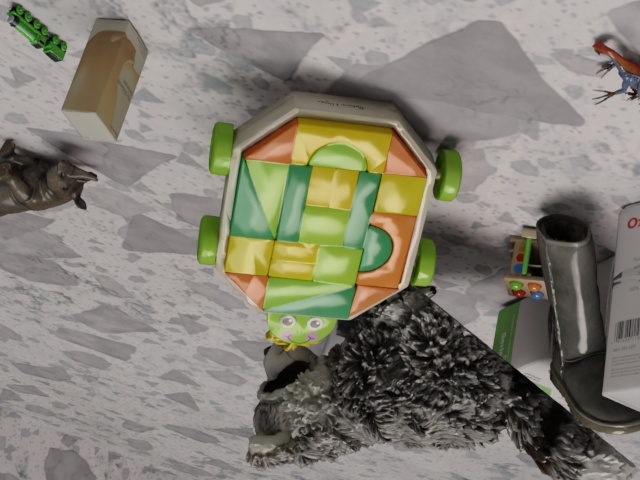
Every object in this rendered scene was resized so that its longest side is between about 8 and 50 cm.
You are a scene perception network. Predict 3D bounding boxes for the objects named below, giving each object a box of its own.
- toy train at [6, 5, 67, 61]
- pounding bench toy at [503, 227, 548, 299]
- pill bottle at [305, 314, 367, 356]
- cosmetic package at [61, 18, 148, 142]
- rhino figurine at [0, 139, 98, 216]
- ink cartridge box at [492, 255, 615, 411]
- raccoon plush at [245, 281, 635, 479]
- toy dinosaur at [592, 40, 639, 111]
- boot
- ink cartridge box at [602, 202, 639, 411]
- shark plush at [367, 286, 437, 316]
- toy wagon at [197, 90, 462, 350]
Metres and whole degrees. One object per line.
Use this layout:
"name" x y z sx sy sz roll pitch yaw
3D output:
"toy train" -0.301 -0.218 1.273 0.017 0.024 0.083 -4 151 36
"pounding bench toy" 0.252 0.029 1.458 0.052 0.065 0.083 5 154 21
"pill bottle" 0.105 0.196 1.833 0.245 0.130 0.130 20 156 -15
"cosmetic package" -0.220 -0.164 1.232 0.041 0.115 0.060 6 156 18
"rhino figurine" -0.384 -0.077 1.575 0.243 0.073 0.106 -2 148 30
"ink cartridge box" 0.377 0.137 1.565 0.198 0.115 0.273 22 155 -16
"raccoon plush" 0.108 0.242 1.455 0.446 0.299 0.216 39 180 37
"toy dinosaur" 0.281 -0.156 1.090 0.090 0.047 0.082 -26 136 6
"boot" 0.302 0.091 1.351 0.076 0.209 0.189 -10 -156 -18
"ink cartridge box" 0.393 0.063 1.266 0.092 0.219 0.160 25 155 -30
"shark plush" 0.091 0.097 1.697 0.073 0.067 0.161 27 153 -27
"toy wagon" 0.000 0.000 1.329 0.267 0.068 0.344 6 124 -9
